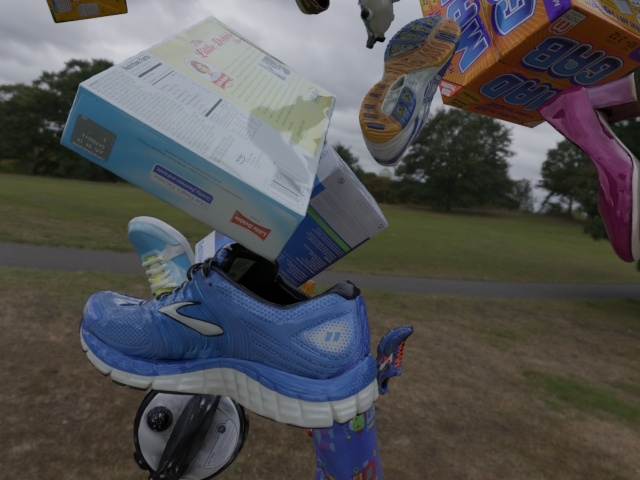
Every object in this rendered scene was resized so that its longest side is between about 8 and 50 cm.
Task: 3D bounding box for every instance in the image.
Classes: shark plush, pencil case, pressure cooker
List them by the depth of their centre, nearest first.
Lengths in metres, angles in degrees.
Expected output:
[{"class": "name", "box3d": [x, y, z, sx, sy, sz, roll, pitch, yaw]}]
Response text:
[{"class": "shark plush", "box3d": [0.081, -0.343, 0.717, 0.067, 0.073, 0.161, 51, 8, 13]}, {"class": "pencil case", "box3d": [0.039, 0.365, 0.833, 0.119, 0.306, 0.133, -18, 21, -30]}, {"class": "pressure cooker", "box3d": [-0.439, 0.616, 1.652, 0.375, 0.370, 0.420, -16, -3, -12]}]

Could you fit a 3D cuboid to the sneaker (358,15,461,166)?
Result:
[{"class": "sneaker", "box3d": [0.156, -0.268, 0.869, 0.112, 0.296, 0.131, 26, -18, 23]}]

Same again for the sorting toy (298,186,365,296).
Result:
[{"class": "sorting toy", "box3d": [0.000, 0.000, 1.176, 0.041, 0.307, 0.229, 23, 0, -25]}]

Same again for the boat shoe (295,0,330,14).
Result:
[{"class": "boat shoe", "box3d": [-0.049, -0.690, 1.212, 0.095, 0.095, 0.257, 33, -11, 45]}]

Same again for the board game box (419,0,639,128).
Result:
[{"class": "board game box", "box3d": [0.518, -0.547, 1.198, 0.356, 0.356, 0.356, 4, -21, -31]}]

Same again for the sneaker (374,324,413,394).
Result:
[{"class": "sneaker", "box3d": [0.192, 0.319, 1.299, 0.087, 0.221, 0.083, 38, 20, 30]}]

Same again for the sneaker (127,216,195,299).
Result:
[{"class": "sneaker", "box3d": [-0.391, 0.105, 1.211, 0.127, 0.319, 0.208, -22, 28, 25]}]

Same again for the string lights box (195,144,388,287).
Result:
[{"class": "string lights box", "box3d": [-0.046, -0.006, 0.723, 0.133, 0.259, 0.077, 46, 17, -36]}]

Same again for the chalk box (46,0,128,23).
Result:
[{"class": "chalk box", "box3d": [-0.446, -0.521, 0.866, 0.132, 0.213, 0.132, -18, -23, -18]}]

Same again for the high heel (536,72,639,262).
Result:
[{"class": "high heel", "box3d": [0.496, -0.127, 0.896, 0.181, 0.377, 0.127, -12, -35, 44]}]

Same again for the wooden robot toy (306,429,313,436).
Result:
[{"class": "wooden robot toy", "box3d": [0.028, 0.396, 0.999, 0.079, 0.076, 0.173, 45, 6, 41]}]

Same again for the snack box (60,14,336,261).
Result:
[{"class": "snack box", "box3d": [-0.087, -0.131, 0.498, 0.187, 0.060, 0.322, 30, 31, -12]}]

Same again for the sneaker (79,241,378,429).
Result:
[{"class": "sneaker", "box3d": [-0.099, 0.072, 0.485, 0.330, 0.147, 0.130, 3, 3, 22]}]
